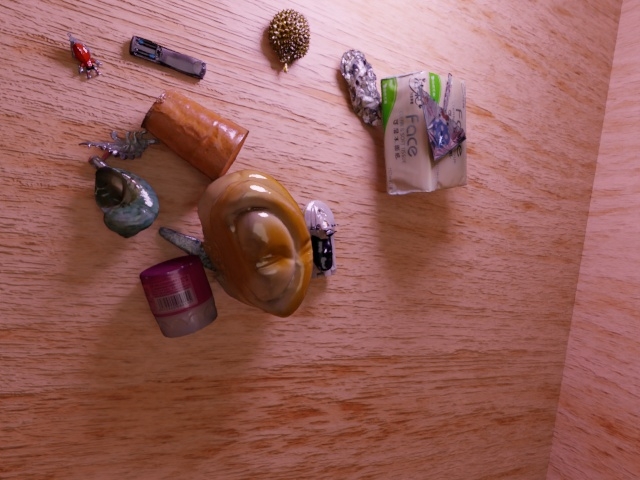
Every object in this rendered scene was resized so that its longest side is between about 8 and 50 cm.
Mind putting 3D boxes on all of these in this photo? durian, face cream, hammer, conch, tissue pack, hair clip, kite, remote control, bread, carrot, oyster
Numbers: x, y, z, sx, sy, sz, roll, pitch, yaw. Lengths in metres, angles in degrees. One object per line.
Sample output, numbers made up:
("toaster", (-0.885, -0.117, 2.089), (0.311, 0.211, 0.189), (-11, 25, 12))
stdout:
("durian", (-0.098, -0.644, 1.319), (0.147, 0.102, 0.208), (9, 94, -34))
("face cream", (-0.407, 0.158, 1.191), (0.175, 0.175, 0.194), (-19, 104, -25))
("hammer", (-0.598, -0.231, 1.140), (0.052, 0.031, 0.083), (45, 64, -27))
("conch", (-0.535, -0.099, 1.133), (0.176, 0.122, 0.188), (9, 89, -7))
("tissue pack", (0.386, -0.381, 1.499), (0.332, 0.205, 0.404), (-15, 105, -48))
("hair clip", (-0.391, 0.025, 1.266), (0.229, 0.036, 0.066), (35, 72, -26))
("kite", (0.410, -0.407, 1.369), (0.335, 0.012, 0.314), (23, 77, -43))
("remote control", (-0.438, -0.528, 1.191), (0.212, 0.028, 0.059), (10, 89, -28))
("bread", (-0.193, 0.015, 1.195), (0.329, 0.245, 0.423), (-15, 113, -2))
("carrot", (-0.360, -0.305, 1.193), (0.254, 0.196, 0.195), (32, 80, -15))
("oyster", (0.152, -0.543, 1.470), (0.199, 0.087, 0.251), (1, 90, -38))

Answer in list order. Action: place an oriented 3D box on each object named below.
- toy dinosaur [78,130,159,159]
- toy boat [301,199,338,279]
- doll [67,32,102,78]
("toy dinosaur", (-0.551, -0.264, 1.139), (0.209, 0.039, 0.082), (-11, 104, -37))
("toy boat", (-0.003, 0.004, 1.415), (0.141, 0.141, 0.269), (-8, 113, -27))
("doll", (-0.630, -0.492, 1.090), (0.057, 0.039, 0.114), (-18, 120, 8))
